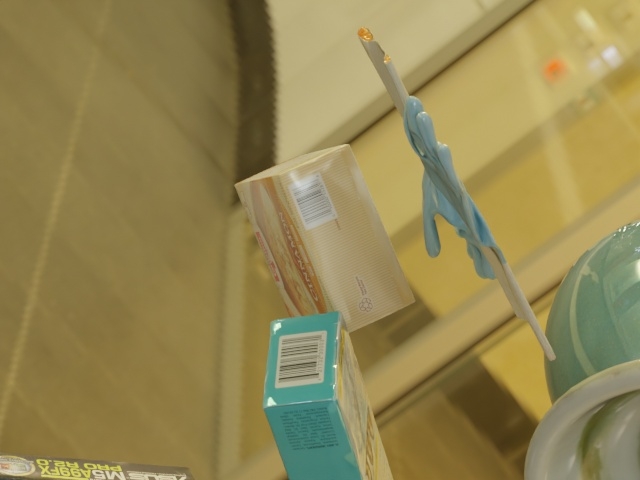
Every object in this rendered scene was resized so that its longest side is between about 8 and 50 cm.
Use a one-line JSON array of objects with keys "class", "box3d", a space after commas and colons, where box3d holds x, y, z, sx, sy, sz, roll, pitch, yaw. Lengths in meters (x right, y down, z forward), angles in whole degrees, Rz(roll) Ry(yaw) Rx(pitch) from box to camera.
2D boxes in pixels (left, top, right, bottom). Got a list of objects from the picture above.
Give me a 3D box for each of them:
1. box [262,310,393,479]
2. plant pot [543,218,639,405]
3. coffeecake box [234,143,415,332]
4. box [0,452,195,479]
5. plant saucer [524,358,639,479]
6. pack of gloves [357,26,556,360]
[{"class": "box", "box3d": [0.013, 0.179, 1.519, 0.100, 0.060, 0.244, -86, 164, -49]}, {"class": "plant pot", "box3d": [0.345, 0.137, 1.765, 0.290, 0.290, 0.195, 52, 21, -5]}, {"class": "coffeecake box", "box3d": [0.000, 0.000, 1.594, 0.142, 0.068, 0.185, 67, -13, -5]}, {"class": "box", "box3d": [-0.250, 0.344, 1.821, 0.216, 0.270, 0.060, 8, 18, -19]}, {"class": "plant saucer", "box3d": [0.362, 0.210, 1.468, 0.400, 0.400, 0.100, 48, 48, -20]}, {"class": "pack of gloves", "box3d": [0.088, -0.029, 1.429, 0.232, 0.046, 0.195, 60, 2, -28]}]
